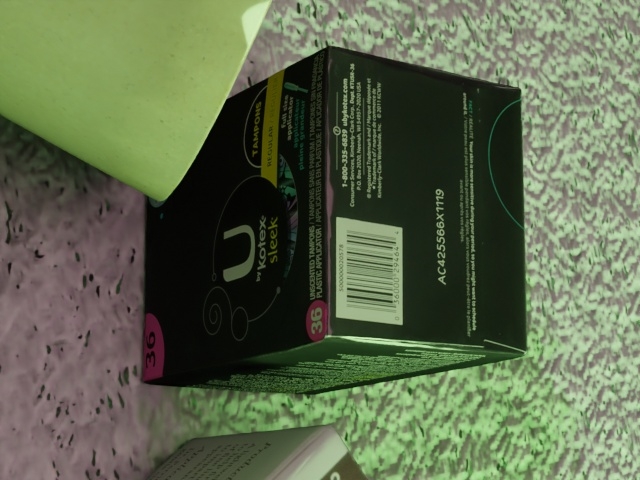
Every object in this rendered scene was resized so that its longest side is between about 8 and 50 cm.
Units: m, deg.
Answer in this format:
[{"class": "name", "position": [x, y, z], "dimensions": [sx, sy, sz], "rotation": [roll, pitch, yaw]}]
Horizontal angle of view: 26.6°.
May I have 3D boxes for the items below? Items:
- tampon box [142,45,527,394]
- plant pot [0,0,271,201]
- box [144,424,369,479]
[{"class": "tampon box", "position": [0.000, 0.000, 0.598], "dimensions": [0.101, 0.161, 0.120], "rotation": [8, 74, -32]}, {"class": "plant pot", "position": [-0.142, -0.183, 0.514], "dimensions": [0.274, 0.256, 0.256], "rotation": [21, 68, -11]}, {"class": "box", "position": [-0.036, 0.201, 0.558], "dimensions": [0.181, 0.119, 0.182], "rotation": [-41, 103, -33]}]
